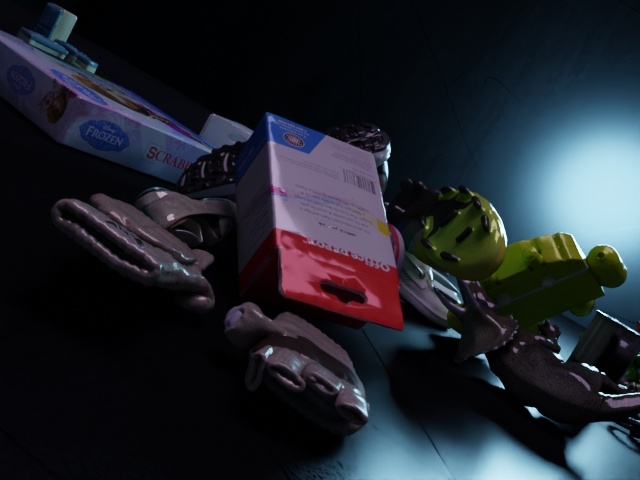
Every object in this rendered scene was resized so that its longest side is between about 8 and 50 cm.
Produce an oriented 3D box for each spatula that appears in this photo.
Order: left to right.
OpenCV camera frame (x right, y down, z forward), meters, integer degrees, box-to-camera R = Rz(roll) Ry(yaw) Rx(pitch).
[{"bbox_3d":[0.168,0.038,1.452,0.242,0.019,0.168,36,-8,41],"label":"spatula"}]

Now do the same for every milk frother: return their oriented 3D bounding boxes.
[{"bbox_3d":[0.436,0.198,1.138,0.143,0.134,0.129,28,8,-13],"label":"milk frother"}]

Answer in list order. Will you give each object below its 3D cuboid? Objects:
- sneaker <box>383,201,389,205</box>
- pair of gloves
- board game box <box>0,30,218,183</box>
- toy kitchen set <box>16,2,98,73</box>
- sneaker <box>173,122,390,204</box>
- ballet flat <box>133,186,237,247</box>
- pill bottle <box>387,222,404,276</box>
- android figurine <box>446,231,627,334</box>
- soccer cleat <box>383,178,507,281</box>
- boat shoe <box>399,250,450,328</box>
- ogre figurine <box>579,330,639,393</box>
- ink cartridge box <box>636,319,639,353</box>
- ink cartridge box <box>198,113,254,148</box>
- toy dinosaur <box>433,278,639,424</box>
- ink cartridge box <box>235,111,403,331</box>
[{"bbox_3d":[0.028,-0.044,1.305,0.292,0.118,0.110,19,14,-47],"label":"sneaker"},{"bbox_3d":[-0.068,0.051,0.545,0.240,0.042,0.204,35,1,-7],"label":"pair of gloves"},{"bbox_3d":[-0.313,-0.184,1.126,0.319,0.065,0.318,34,9,33],"label":"board game box"},{"bbox_3d":[-0.521,-0.383,1.473,0.207,0.122,0.166,34,9,35],"label":"toy kitchen set"},{"bbox_3d":[-0.046,-0.067,0.973,0.272,0.108,0.100,-7,35,1],"label":"sneaker"},{"bbox_3d":[-0.128,-0.015,0.799,0.052,0.057,0.168,61,22,17],"label":"ballet flat"},{"bbox_3d":[0.000,0.000,0.914,0.180,0.108,0.108,24,9,-33],"label":"pill bottle"},{"bbox_3d":[0.295,0.069,1.094,0.273,0.248,0.056,37,33,-56],"label":"android figurine"},{"bbox_3d":[0.161,-0.002,0.941,0.121,0.093,0.289,46,-1,-18],"label":"soccer cleat"},{"bbox_3d":[0.118,0.025,1.118,0.277,0.096,0.098,41,-2,-29],"label":"boat shoe"},{"bbox_3d":[0.537,0.239,1.402,0.197,0.096,0.118,31,9,14],"label":"ogre figurine"},{"bbox_3d":[0.608,0.248,1.410,0.179,0.045,0.145,60,1,38],"label":"ink cartridge box"},{"bbox_3d":[-0.151,-0.180,1.634,0.159,0.092,0.218,30,5,7],"label":"ink cartridge box"},{"bbox_3d":[0.272,0.167,0.928,0.160,0.121,0.313,2,30,-48],"label":"toy dinosaur"},{"bbox_3d":[-0.006,-0.004,0.755,0.134,0.078,0.231,19,43,-26],"label":"ink cartridge box"}]
